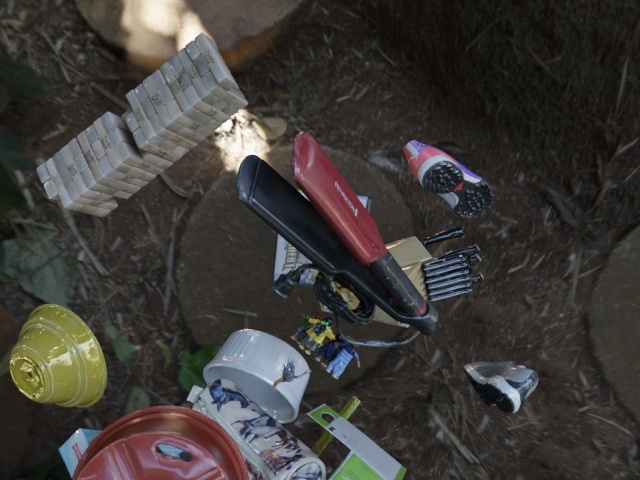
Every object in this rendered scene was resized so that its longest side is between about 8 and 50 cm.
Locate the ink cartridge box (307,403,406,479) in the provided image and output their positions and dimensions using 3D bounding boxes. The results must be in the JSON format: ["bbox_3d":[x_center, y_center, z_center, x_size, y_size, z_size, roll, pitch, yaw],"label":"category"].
[{"bbox_3d":[0.064,0.507,1.592,0.255,0.189,0.097,37,94,14],"label":"ink cartridge box"}]

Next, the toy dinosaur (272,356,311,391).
[{"bbox_3d":[-0.068,0.266,1.369,0.090,0.082,0.047,-29,78,-14],"label":"toy dinosaur"}]

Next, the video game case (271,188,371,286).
[{"bbox_3d":[0.000,0.000,1.890,0.249,0.035,0.274,5,107,-4],"label":"video game case"}]

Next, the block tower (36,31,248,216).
[{"bbox_3d":[-0.264,-0.161,1.028,0.336,0.097,0.090,-35,71,15],"label":"block tower"}]

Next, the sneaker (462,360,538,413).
[{"bbox_3d":[0.419,0.327,1.588,0.108,0.271,0.100,-34,95,-10],"label":"sneaker"}]

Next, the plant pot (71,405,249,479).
[{"bbox_3d":[-0.222,0.358,0.920,0.273,0.265,0.272,3,74,-9],"label":"plant pot"}]

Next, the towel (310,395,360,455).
[{"bbox_3d":[0.020,0.507,1.798,0.021,0.102,0.237,40,81,-1],"label":"towel"}]

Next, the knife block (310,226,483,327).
[{"bbox_3d":[0.154,0.051,1.276,0.276,0.088,0.242,6,33,36],"label":"knife block"}]

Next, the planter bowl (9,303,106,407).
[{"bbox_3d":[-0.514,0.235,1.276,0.217,0.090,0.217,9,110,27],"label":"planter bowl"}]

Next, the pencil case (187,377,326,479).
[{"bbox_3d":[-0.157,0.487,1.611,0.410,0.184,0.159,29,96,45],"label":"pencil case"}]

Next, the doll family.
[{"bbox_3d":[0.020,0.245,1.658,0.193,0.076,0.111,40,88,7],"label":"doll family"}]

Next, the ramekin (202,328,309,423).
[{"bbox_3d":[-0.163,0.363,1.838,0.277,0.277,0.135,19,54,14],"label":"ramekin"}]

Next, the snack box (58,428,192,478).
[{"bbox_3d":[-0.294,0.433,1.198,0.060,0.322,0.187,-43,60,5],"label":"snack box"}]

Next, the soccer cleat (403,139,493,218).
[{"bbox_3d":[0.312,-0.147,1.627,0.108,0.318,0.116,-46,52,17],"label":"soccer cleat"}]

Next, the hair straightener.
[{"bbox_3d":[0.012,0.017,0.482,0.089,0.230,0.047,-16,51,27],"label":"hair straightener"}]
